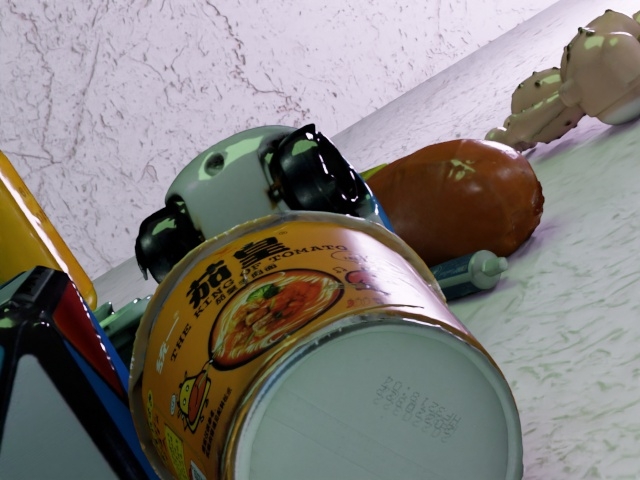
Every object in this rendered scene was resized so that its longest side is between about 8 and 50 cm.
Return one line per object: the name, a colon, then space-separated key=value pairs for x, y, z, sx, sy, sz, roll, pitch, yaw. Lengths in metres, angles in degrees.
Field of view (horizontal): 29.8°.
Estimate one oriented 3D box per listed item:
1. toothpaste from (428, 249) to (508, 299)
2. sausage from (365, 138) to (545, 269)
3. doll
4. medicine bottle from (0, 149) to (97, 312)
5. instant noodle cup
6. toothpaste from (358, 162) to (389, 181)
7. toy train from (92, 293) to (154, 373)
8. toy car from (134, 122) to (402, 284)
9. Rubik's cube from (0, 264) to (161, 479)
toothpaste: x=0.114 y=0.039 z=1.129 sx=0.057 sy=0.035 sz=0.197 roll=-27 pitch=2 yaw=-30
sausage: x=0.117 y=-0.031 z=1.203 sx=0.133 sy=0.133 sz=0.258 roll=-38 pitch=10 yaw=-29
doll: x=0.304 y=-0.176 z=1.411 sx=0.154 sy=0.119 sz=0.278 roll=-37 pitch=0 yaw=-29
medicine bottle: x=-0.390 y=0.089 z=1.483 sx=0.224 sy=0.384 sz=0.224 roll=-33 pitch=9 yaw=6
instant noodle cup: x=0.007 y=0.101 z=0.685 sx=0.216 sy=0.216 sz=0.172 roll=-34 pitch=18 yaw=-7
toothpaste: x=0.000 y=0.000 z=1.485 sx=0.077 sy=0.110 sz=0.327 roll=-36 pitch=9 yaw=-31
toy train: x=-0.264 y=0.201 z=1.180 sx=0.442 sy=0.179 sz=0.272 roll=-34 pitch=1 yaw=-4
toy car: x=-0.017 y=0.033 z=0.991 sx=0.188 sy=0.255 sz=0.190 roll=-30 pitch=-7 yaw=16
Rubik's cube: x=-0.247 y=0.189 z=0.908 sx=0.250 sy=0.248 sz=0.246 roll=-33 pitch=8 yaw=-3
